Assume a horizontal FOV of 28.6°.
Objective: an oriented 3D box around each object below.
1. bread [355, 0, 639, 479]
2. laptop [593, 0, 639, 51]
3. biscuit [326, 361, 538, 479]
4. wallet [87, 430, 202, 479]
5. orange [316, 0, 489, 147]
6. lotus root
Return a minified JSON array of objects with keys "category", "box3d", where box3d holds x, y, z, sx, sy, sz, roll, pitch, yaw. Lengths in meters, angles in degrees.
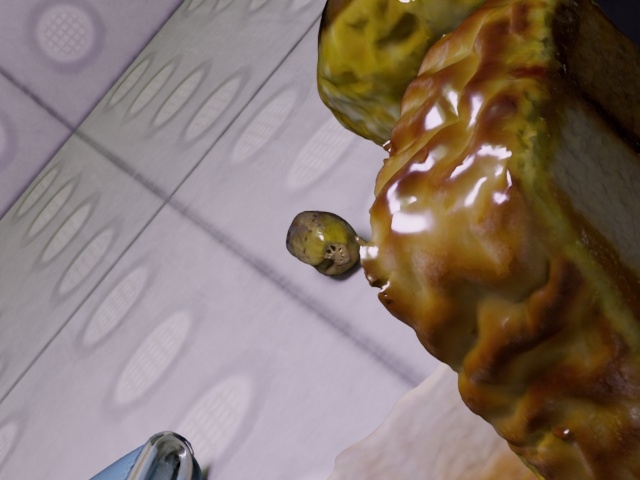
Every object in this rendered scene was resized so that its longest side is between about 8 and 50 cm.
[{"category":"bread","box3d":[0.122,0.009,0.534,0.096,0.222,0.181,-30,24,40]},{"category":"laptop","box3d":[0.175,-0.080,0.580,0.026,0.154,0.207,-65,0,-48]},{"category":"biscuit","box3d":[0.087,0.109,0.689,0.309,0.040,0.204,-52,20,-5]},{"category":"wallet","box3d":[-0.207,0.264,0.978,0.250,0.075,0.176,-36,21,35]},{"category":"orange","box3d":[0.169,-0.151,0.715,0.369,0.210,0.271,-32,0,20]},{"category":"lotus root","box3d":[0.000,0.000,1.044,0.049,0.054,0.099,-62,21,-5]}]
